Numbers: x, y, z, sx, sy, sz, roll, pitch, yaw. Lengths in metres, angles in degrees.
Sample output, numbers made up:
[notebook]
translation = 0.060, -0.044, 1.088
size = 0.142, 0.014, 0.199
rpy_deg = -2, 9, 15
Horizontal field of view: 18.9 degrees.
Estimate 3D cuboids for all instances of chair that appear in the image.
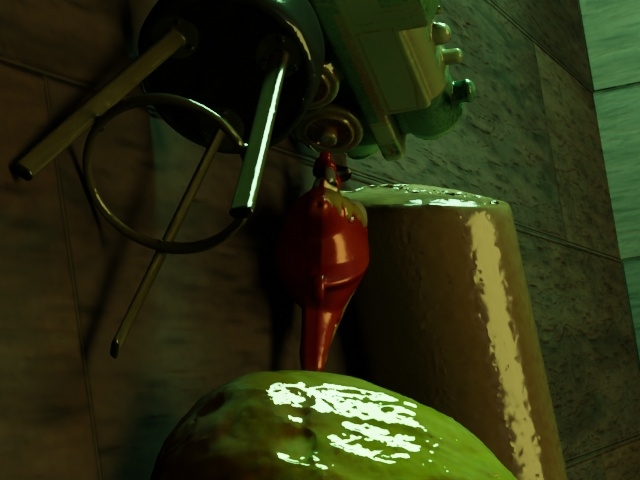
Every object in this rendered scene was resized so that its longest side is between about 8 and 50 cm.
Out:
[chair]
translation = -0.063, -0.046, 0.909
size = 0.221, 0.104, 0.095
rpy_deg = -69, 171, -54

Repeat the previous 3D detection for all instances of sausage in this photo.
[sausage]
translation = 0.088, 0.079, 1.287
size = 0.123, 0.123, 0.253
rpy_deg = -36, 115, -73

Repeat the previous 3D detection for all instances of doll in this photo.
[doll]
translation = 0.000, 0.000, 1.157
size = 0.169, 0.057, 0.109
rpy_deg = -96, -173, -69

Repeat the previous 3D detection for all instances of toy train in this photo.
[toy train]
translation = 0.025, -0.124, 1.190
size = 0.194, 0.125, 0.081
rpy_deg = 62, 27, -47

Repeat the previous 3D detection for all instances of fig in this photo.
[fig]
translation = 0.051, 0.138, 0.891
size = 0.159, 0.257, 0.159
rpy_deg = -4, 90, -89
